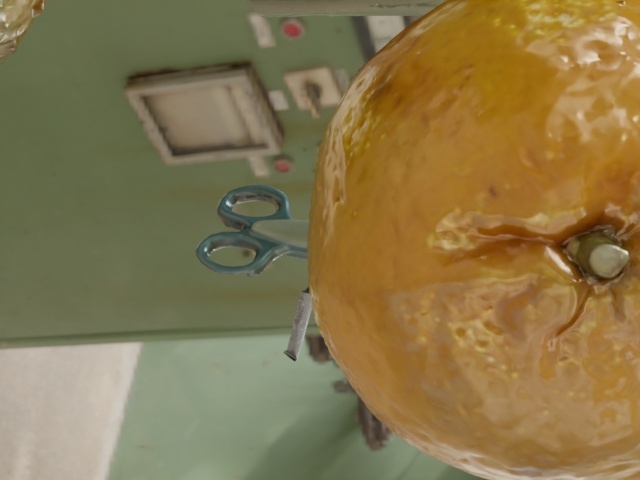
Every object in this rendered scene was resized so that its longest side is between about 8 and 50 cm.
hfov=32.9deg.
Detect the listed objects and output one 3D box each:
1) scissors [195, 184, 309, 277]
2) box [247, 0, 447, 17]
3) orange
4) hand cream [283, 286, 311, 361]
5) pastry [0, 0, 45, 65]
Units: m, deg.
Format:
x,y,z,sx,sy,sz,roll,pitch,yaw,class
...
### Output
x,y,z,sx,sy,sz,roll,pitch,yaw,class
0.000,0.000,1.253,0.041,0.289,0.138,78,27,-46,scissors
0.041,-0.413,1.136,0.177,0.344,0.351,-35,119,-35,box
0.101,-0.001,0.445,0.193,0.219,0.219,-58,139,-58,orange
-0.024,0.103,1.355,0.019,0.030,0.093,11,96,-34,hand cream
-0.219,-0.191,0.552,0.121,0.257,0.235,6,78,-40,pastry
